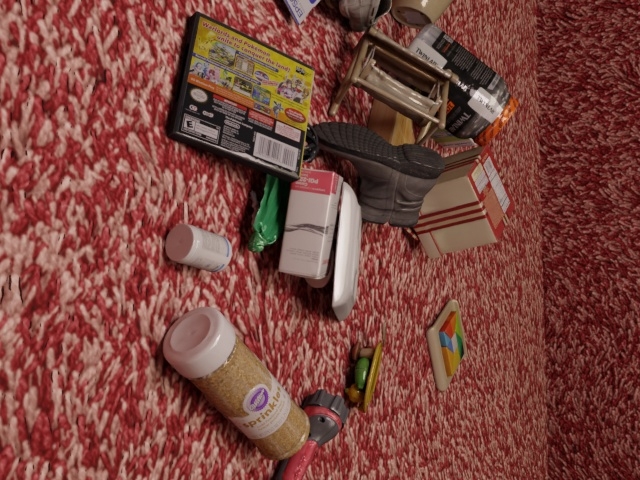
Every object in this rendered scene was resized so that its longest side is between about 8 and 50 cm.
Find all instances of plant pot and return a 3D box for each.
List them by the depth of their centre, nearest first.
[{"bbox_3d":[0.311,-0.764,2.042,0.256,0.256,0.274,29,78,-54],"label":"plant pot"}]

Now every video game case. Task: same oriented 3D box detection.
[{"bbox_3d":[-0.141,-0.268,1.349,0.274,0.035,0.248,18,71,-33],"label":"video game case"}]

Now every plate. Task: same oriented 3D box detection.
[{"bbox_3d":[0.065,0.036,1.621,0.278,0.045,0.277,73,21,-76],"label":"plate"}]

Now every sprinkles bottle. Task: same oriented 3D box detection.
[{"bbox_3d":[-0.145,0.271,1.302,0.355,0.121,0.121,57,42,-39],"label":"sprinkles bottle"}]

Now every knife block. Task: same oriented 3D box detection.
[{"bbox_3d":[0.166,-0.250,1.877,0.242,0.088,0.276,-32,115,-55],"label":"knife block"}]

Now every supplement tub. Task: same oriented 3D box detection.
[{"bbox_3d":[-0.215,0.015,1.259,0.107,0.071,0.071,25,67,-55],"label":"supplement tub"},{"bbox_3d":[0.370,-0.427,1.973,0.338,0.207,0.207,37,45,-2],"label":"supplement tub"}]

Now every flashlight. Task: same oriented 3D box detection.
[{"bbox_3d":[-0.031,0.457,1.475,0.304,0.103,0.103,-63,171,-46],"label":"flashlight"}]

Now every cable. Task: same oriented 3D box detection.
[{"bbox_3d":[-0.064,-0.230,1.504,0.150,0.047,0.184,40,24,-7],"label":"cable"}]

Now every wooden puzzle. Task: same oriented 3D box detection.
[{"bbox_3d":[0.415,0.332,2.266,0.238,0.044,0.221,-35,117,-53],"label":"wooden puzzle"}]

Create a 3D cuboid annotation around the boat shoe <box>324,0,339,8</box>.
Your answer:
[{"bbox_3d":[0.029,-0.648,1.729,0.056,0.049,0.152,-40,122,-54],"label":"boat shoe"}]

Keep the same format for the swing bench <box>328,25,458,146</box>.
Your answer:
[{"bbox_3d":[0.189,-0.384,1.750,0.253,0.165,0.255,26,59,-10],"label":"swing bench"}]

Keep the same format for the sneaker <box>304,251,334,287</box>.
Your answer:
[{"bbox_3d":[0.000,0.000,1.611,0.094,0.080,0.212,-6,93,-73],"label":"sneaker"}]

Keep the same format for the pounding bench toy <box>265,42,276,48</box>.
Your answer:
[{"bbox_3d":[-0.127,-0.368,1.451,0.083,0.052,0.065,-35,116,-54],"label":"pounding bench toy"}]

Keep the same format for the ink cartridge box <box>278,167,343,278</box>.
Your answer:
[{"bbox_3d":[-0.018,-0.035,1.482,0.158,0.092,0.218,-1,98,-82],"label":"ink cartridge box"}]

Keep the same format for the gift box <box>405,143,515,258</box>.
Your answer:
[{"bbox_3d":[0.382,-0.132,2.060,0.255,0.258,0.276,-43,111,-50],"label":"gift box"}]

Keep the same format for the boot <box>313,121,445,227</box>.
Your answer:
[{"bbox_3d":[0.114,-0.143,1.715,0.118,0.338,0.223,-82,-167,-50],"label":"boot"}]

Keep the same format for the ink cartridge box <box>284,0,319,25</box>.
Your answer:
[{"bbox_3d":[-0.052,-0.694,1.565,0.307,0.072,0.304,-53,133,-21],"label":"ink cartridge box"}]

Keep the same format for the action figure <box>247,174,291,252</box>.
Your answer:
[{"bbox_3d":[-0.103,-0.070,1.453,0.137,0.063,0.232,56,39,-42],"label":"action figure"}]

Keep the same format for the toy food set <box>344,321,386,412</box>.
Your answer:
[{"bbox_3d":[0.107,0.316,1.764,0.128,0.071,0.218,79,25,-61],"label":"toy food set"}]

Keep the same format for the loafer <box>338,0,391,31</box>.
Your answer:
[{"bbox_3d":[0.122,-0.581,1.757,0.319,0.111,0.112,-43,135,-74],"label":"loafer"}]

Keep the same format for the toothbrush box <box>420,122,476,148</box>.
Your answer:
[{"bbox_3d":[0.398,-0.438,2.236,0.283,0.122,0.206,23,68,-54],"label":"toothbrush box"}]
